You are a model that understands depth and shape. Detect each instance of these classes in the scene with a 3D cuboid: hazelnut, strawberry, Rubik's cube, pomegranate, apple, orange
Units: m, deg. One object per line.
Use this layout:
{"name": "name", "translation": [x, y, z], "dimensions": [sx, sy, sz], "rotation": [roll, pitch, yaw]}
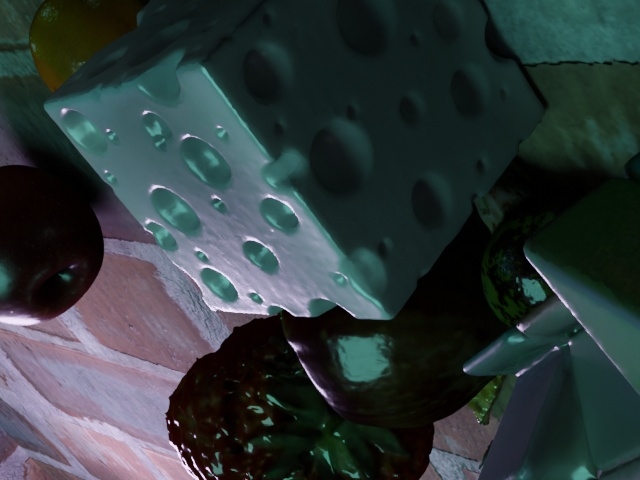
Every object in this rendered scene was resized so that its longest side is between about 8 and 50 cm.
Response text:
{"name": "hazelnut", "translation": [0.084, 0.085, 1.097], "dimensions": [0.218, 0.234, 0.218], "rotation": [6, 104, 27]}
{"name": "strawberry", "translation": [-0.028, 0.208, 1.399], "dimensions": [0.311, 0.267, 0.351], "rotation": [8, 174, -3]}
{"name": "Rubik's cube", "translation": [0.293, 0.089, 0.723], "dimensions": [0.387, 0.368, 0.358], "rotation": [1, 156, -18]}
{"name": "pomegranate", "translation": [0.195, 0.000, 0.978], "dimensions": [0.125, 0.163, 0.138], "rotation": [-7, 161, 2]}
{"name": "apple", "translation": [-0.412, 0.008, 1.588], "dimensions": [0.201, 0.218, 0.218], "rotation": [36, 154, 19]}
{"name": "orange", "translation": [-0.216, -0.186, 1.157], "dimensions": [0.156, 0.124, 0.156], "rotation": [46, 166, 15]}

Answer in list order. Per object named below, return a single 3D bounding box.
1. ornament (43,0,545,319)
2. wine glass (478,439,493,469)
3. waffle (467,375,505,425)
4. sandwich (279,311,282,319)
{"name": "ornament", "translation": [-0.019, -0.103, 0.916], "dimensions": [0.239, 0.239, 0.240], "rotation": [-2, 133, 51]}
{"name": "wine glass", "translation": [0.238, 0.281, 1.414], "dimensions": [0.083, 0.042, 0.039], "rotation": [26, 180, 18]}
{"name": "waffle", "translation": [0.201, 0.165, 1.298], "dimensions": [0.125, 0.032, 0.191], "rotation": [6, 141, 43]}
{"name": "sandwich", "translation": [0.000, 0.000, 1.206], "dimensions": [0.090, 0.088, 0.244], "rotation": [25, 138, 31]}
